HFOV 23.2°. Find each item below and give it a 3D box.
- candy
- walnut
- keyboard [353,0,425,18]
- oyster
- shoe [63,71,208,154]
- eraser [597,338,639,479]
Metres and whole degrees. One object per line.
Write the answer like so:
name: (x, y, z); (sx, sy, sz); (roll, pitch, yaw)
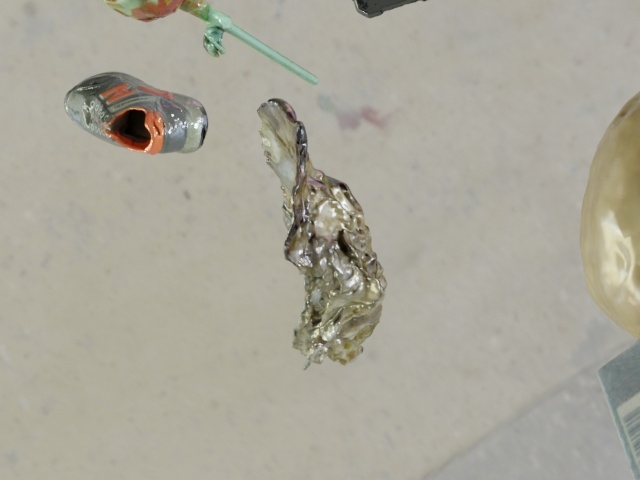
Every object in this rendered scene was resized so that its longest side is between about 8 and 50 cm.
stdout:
candy: (-0.090, -0.191, 1.339); (0.084, 0.288, 0.078); (41, 99, 38)
walnut: (0.482, -0.035, 1.799); (0.381, 0.381, 0.381); (-9, 62, 18)
keyboard: (0.049, -0.372, 1.651); (0.106, 0.016, 0.262); (-16, 93, 12)
oyster: (0.000, 0.004, 0.822); (0.056, 0.177, 0.105); (-17, 36, -7)
shoe: (-0.212, -0.133, 1.652); (0.194, 0.077, 0.074); (16, 112, 35)
eraser: (0.209, 0.146, 0.831); (0.046, 0.092, 0.212); (-37, 28, 19)
